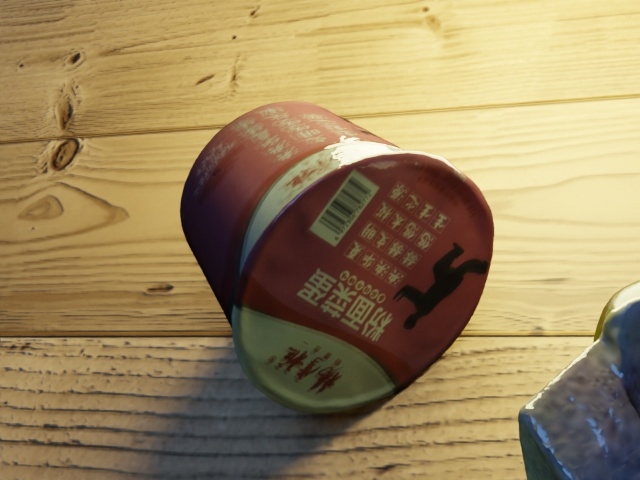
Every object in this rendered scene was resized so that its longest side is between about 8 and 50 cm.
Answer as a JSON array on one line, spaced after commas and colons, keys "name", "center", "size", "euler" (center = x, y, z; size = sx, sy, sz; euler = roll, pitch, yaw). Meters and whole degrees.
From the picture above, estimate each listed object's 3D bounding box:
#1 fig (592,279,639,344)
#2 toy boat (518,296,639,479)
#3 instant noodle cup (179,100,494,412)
[{"name": "fig", "center": [0.259, 0.139, 0.904], "size": [0.124, 0.124, 0.236], "euler": [-7, 67, 19]}, {"name": "toy boat", "center": [0.262, 0.153, 0.825], "size": [0.293, 0.276, 0.111], "euler": [-40, 8, -11]}, {"name": "instant noodle cup", "center": [0.000, 0.000, 1.052], "size": [0.235, 0.235, 0.178], "euler": [-38, 40, -6]}]
